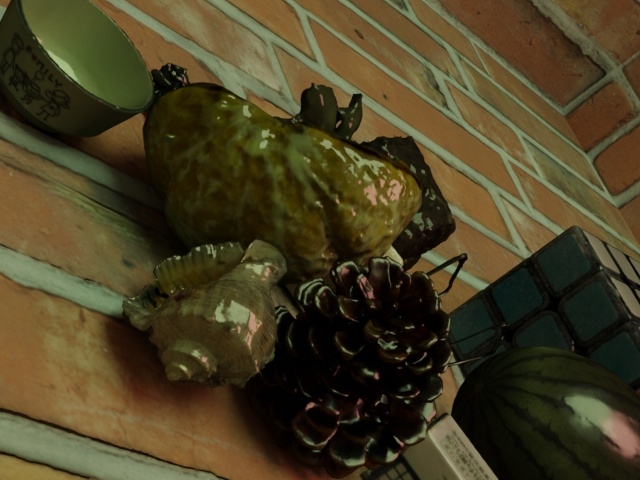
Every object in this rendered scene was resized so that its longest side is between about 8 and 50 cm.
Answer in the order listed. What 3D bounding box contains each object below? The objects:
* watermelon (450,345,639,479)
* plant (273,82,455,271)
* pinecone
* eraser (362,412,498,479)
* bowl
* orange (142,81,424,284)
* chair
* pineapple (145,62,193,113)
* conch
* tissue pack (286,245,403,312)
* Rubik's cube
[{"bbox_3d":[0.348,0.308,1.702,0.359,0.279,0.279,33,28,-24],"label":"watermelon"},{"bbox_3d":[0.046,-0.089,1.834,0.312,0.213,0.215,53,27,11],"label":"plant"},{"bbox_3d":[0.046,0.142,1.405,0.246,0.292,0.246,11,53,-15],"label":"pinecone"},{"bbox_3d":[0.190,0.374,1.507,0.287,0.130,0.086,55,25,8],"label":"eraser"},{"bbox_3d":[-0.319,-0.209,1.462,0.211,0.112,0.211,41,24,-22],"label":"bowl"},{"bbox_3d":[-0.068,-0.057,1.504,0.368,0.210,0.271,21,-16,10],"label":"orange"},{"bbox_3d":[0.153,0.140,1.831,0.140,0.221,0.145,60,-18,22],"label":"chair"},{"bbox_3d":[-0.155,-0.164,1.720,0.237,0.111,0.119,40,-7,-3],"label":"pineapple"},{"bbox_3d":[-0.122,0.075,1.323,0.178,0.163,0.245,26,45,8],"label":"conch"},{"bbox_3d":[0.000,0.000,1.691,0.196,0.148,0.092,55,20,12],"label":"tissue pack"},{"bbox_3d":[0.442,0.201,2.016,0.303,0.305,0.301,24,34,-51],"label":"Rubik's cube"}]
